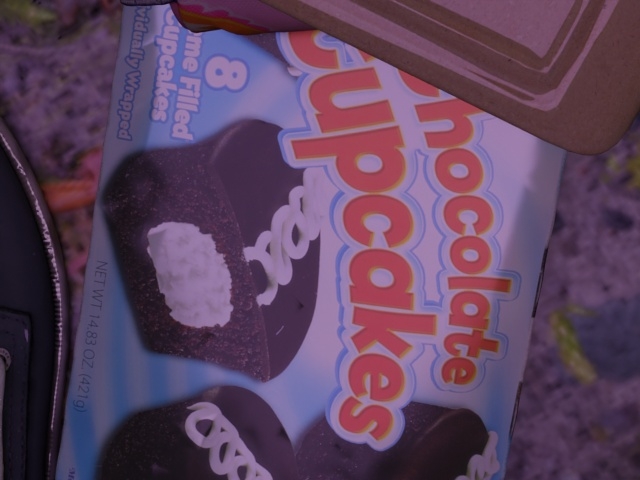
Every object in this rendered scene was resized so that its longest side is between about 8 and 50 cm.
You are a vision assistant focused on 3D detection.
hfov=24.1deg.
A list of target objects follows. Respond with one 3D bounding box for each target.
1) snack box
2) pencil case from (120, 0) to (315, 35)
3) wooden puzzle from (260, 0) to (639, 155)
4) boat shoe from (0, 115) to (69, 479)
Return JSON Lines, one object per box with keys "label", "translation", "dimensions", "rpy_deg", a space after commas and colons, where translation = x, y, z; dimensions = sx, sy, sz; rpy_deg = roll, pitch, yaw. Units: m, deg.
{"label": "snack box", "translation": [0.000, 0.000, 0.631], "dimensions": [0.187, 0.060, 0.322], "rpy_deg": [10, 99, 3]}
{"label": "pencil case", "translation": [0.070, -0.144, 0.516], "dimensions": [0.284, 0.124, 0.124], "rpy_deg": [-6, 98, 1]}
{"label": "wooden puzzle", "translation": [0.035, -0.168, 0.433], "dimensions": [0.238, 0.044, 0.221], "rpy_deg": [24, 106, -11]}
{"label": "boat shoe", "translation": [-0.173, 0.073, 0.640], "dimensions": [0.116, 0.099, 0.320], "rpy_deg": [-4, 97, 8]}
